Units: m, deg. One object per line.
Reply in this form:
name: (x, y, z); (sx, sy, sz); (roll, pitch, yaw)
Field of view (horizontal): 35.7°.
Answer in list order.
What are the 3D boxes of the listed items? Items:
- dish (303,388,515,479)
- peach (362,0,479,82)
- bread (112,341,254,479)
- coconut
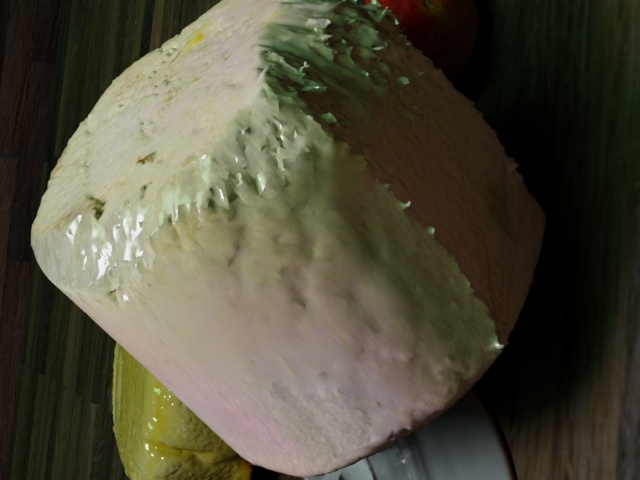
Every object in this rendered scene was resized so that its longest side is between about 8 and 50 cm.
dish: (0.043, 0.225, 0.768); (0.260, 0.085, 0.260); (-29, 58, 60)
peach: (0.079, -0.169, 0.795); (0.100, 0.100, 0.101); (-28, 59, 59)
bread: (-0.141, 0.150, 1.086); (0.270, 0.148, 0.270); (-178, 90, -67)
coconut: (0.000, 0.000, 0.686); (0.297, 0.309, 0.297); (-32, 33, 24)
